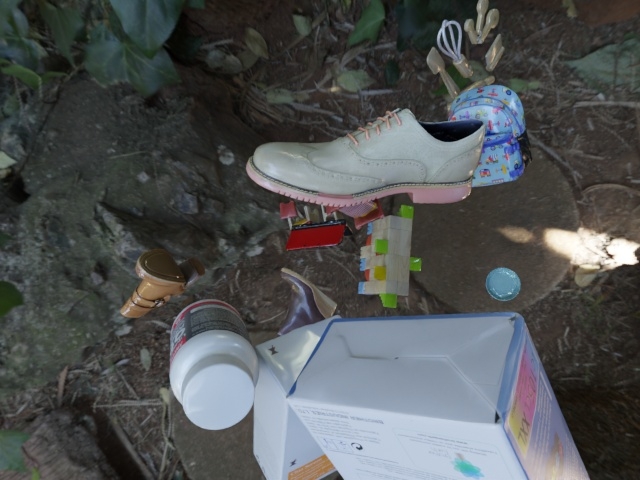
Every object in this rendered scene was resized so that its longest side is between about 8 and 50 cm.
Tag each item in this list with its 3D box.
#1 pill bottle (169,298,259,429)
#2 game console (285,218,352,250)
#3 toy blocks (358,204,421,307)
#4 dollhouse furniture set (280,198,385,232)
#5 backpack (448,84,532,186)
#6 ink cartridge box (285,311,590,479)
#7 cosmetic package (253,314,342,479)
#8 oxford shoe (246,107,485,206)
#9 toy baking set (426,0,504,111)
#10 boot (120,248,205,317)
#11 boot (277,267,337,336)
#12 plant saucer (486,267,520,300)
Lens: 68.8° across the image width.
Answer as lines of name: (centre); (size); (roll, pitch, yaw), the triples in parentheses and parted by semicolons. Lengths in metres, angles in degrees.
pill bottle: (-0.226, 0.252, 0.985); (0.176, 0.318, 0.176); (-3, 102, -17)
game console: (0.000, 0.000, 1.171); (0.144, 0.124, 0.085); (-6, 67, 17)
toy blocks: (0.244, 0.068, 1.831); (0.190, 0.261, 0.382); (8, 81, -19)
dollhouse furniture set: (0.011, -0.100, 1.631); (0.374, 0.201, 0.152); (-26, 63, 31)
backpack: (0.322, -0.207, 0.922); (0.158, 0.117, 0.173); (0, 122, 37)
ink cartridge box: (0.172, 0.287, 0.598); (0.270, 0.151, 0.395); (-9, 119, 40)
cosmetic package: (-0.032, 0.425, 1.165); (0.230, 0.161, 0.453); (-17, 132, -27)
oxford shoe: (0.080, -0.148, 0.750); (0.397, 0.140, 0.147); (-5, 130, -21)
toy baking set: (0.293, -0.369, 0.952); (0.256, 0.197, 0.030); (-40, 43, -23)
boot: (-0.461, 0.123, 1.254); (0.220, 0.283, 0.109); (-34, 85, 8)
boot: (-0.085, 0.236, 1.608); (0.248, 0.090, 0.207); (39, 82, -9)
plant saucer: (0.661, 0.159, 1.697); (0.119, 0.021, 0.119); (-2, 79, 8)
